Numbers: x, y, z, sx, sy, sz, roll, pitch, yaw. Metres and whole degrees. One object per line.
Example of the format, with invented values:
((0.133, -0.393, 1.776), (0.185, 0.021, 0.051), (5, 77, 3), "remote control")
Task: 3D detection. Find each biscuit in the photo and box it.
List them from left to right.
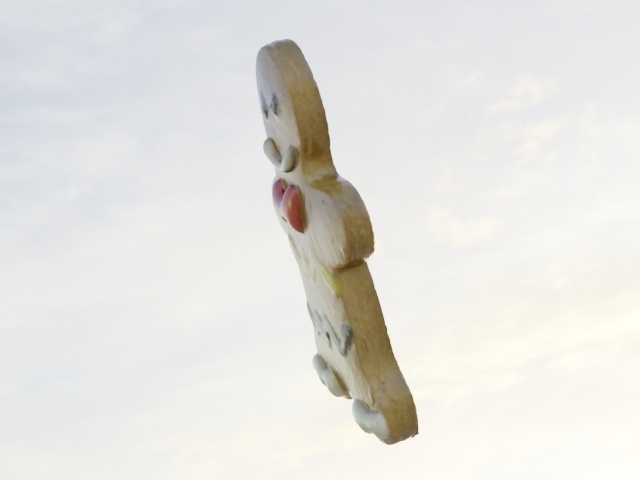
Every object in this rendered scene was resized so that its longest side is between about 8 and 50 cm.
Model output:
((-0.002, 0.001, 0.609), (0.035, 0.240, 0.158), (-19, 11, -14), "biscuit")
